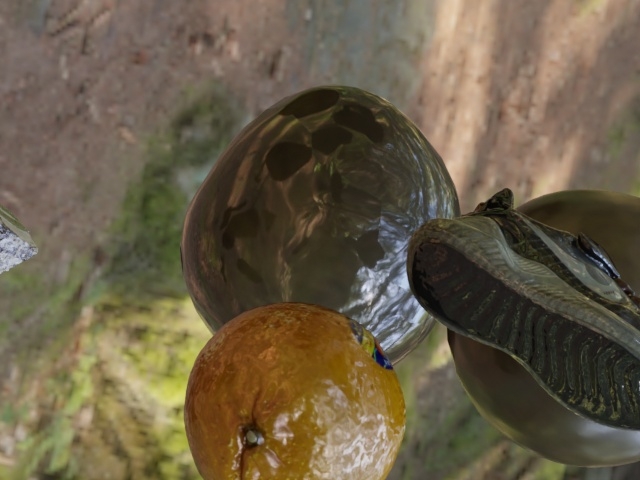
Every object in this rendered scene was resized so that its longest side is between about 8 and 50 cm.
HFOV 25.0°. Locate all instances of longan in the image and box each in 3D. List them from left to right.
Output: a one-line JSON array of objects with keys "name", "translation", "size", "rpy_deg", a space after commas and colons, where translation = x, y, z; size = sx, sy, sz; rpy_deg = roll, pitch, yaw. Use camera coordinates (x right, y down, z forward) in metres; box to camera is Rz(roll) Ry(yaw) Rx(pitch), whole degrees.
[{"name": "longan", "translation": [0.000, 0.000, 1.770], "size": [0.404, 0.336, 0.405], "rpy_deg": [-176, -90, -71]}, {"name": "longan", "translation": [0.233, 0.073, 1.265], "size": [0.258, 0.258, 0.258], "rpy_deg": [11, 90, -81]}]

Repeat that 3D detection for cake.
[{"name": "cake", "translation": [-0.275, 0.021, 1.039], "size": [0.140, 0.051, 0.055], "rpy_deg": [-36, 136, -12]}]

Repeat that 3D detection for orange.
[{"name": "orange", "translation": [-0.021, 0.136, 1.131], "size": [0.155, 0.177, 0.178], "rpy_deg": [-98, -165, -72]}]

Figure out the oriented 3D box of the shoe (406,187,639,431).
[{"name": "shoe", "translation": [0.174, 0.039, 1.019], "size": [0.112, 0.227, 0.099], "rpy_deg": [-46, 161, -42]}]
